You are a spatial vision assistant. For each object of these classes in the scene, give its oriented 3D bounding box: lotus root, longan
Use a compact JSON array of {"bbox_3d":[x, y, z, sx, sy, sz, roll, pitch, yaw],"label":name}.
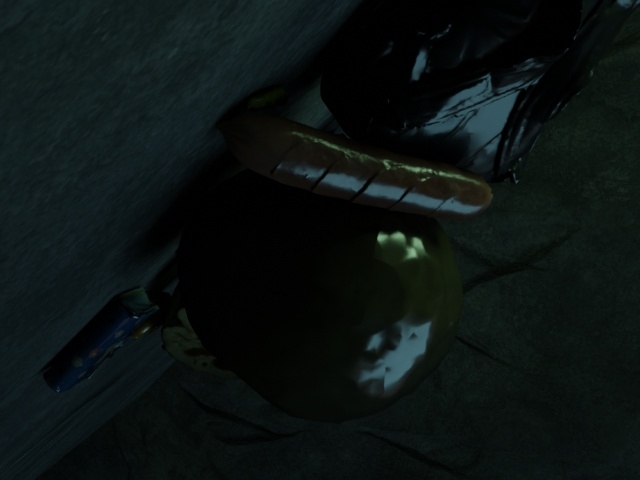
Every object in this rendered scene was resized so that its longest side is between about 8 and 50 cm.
[{"bbox_3d":[-0.181,0.121,1.681,0.316,0.316,0.250,133,-33,-55],"label":"lotus root"},{"bbox_3d":[-0.004,0.086,1.298,0.435,0.404,0.404,6,-154,27],"label":"longan"}]

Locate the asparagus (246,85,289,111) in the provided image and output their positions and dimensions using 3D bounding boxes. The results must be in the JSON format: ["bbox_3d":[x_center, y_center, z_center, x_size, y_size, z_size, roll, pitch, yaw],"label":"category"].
[{"bbox_3d":[-0.065,-0.176,1.050,0.021,0.025,0.108,-34,-178,26],"label":"asparagus"}]

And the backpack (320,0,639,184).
[{"bbox_3d":[0.239,-0.270,1.170,0.363,0.255,0.446,14,126,-41],"label":"backpack"}]

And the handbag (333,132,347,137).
[{"bbox_3d":[-0.030,-0.090,1.779,0.283,0.149,0.302,-43,180,16],"label":"handbag"}]

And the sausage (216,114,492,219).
[{"bbox_3d":[0.061,-0.089,1.100,0.433,0.088,0.088,11,142,-31],"label":"sausage"}]

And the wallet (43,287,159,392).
[{"bbox_3d":[-0.379,0.173,1.469,0.202,0.059,0.141,-45,180,8],"label":"wallet"}]

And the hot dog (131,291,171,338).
[{"bbox_3d":[-0.348,0.152,1.722,0.140,0.060,0.090,-33,175,-40],"label":"hot dog"}]
